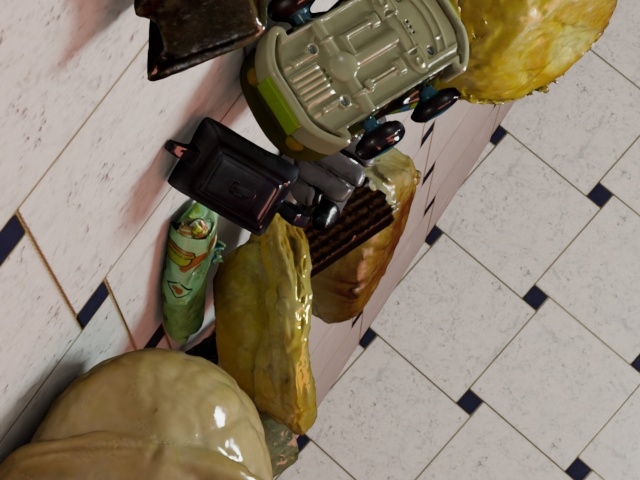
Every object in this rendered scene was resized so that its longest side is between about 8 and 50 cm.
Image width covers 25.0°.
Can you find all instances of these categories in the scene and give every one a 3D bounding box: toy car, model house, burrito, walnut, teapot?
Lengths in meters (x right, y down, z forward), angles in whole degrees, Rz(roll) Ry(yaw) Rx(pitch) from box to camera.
[{"bbox_3d":[0.021,-0.188,1.611,0.248,0.204,0.198,-34,-177,-26],"label":"toy car"},{"bbox_3d":[-0.099,-0.237,1.150,0.152,0.106,0.165,80,6,-59],"label":"model house"},{"bbox_3d":[-0.153,0.030,1.773,0.104,0.054,0.288,-54,168,-34],"label":"burrito"},{"bbox_3d":[-0.197,0.308,1.632,0.381,0.381,0.381,-55,170,-15],"label":"walnut"},{"bbox_3d":[-0.087,-0.061,1.525,0.087,0.177,0.096,-59,-165,6],"label":"teapot"}]

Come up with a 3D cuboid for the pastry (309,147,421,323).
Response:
[{"bbox_3d":[0.062,-0.021,2.328,0.330,0.136,0.329,23,90,-80],"label":"pastry"}]

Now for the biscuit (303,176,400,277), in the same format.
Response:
[{"bbox_3d":[0.000,0.000,2.096,0.252,0.070,0.106,-34,174,1],"label":"biscuit"}]

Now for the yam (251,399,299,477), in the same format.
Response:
[{"bbox_3d":[-0.167,0.312,2.043,0.268,0.161,0.161,-35,166,-8],"label":"yam"}]

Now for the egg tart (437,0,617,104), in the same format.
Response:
[{"bbox_3d":[0.258,-0.319,1.976,0.443,0.178,0.443,-29,153,-16],"label":"egg tart"}]

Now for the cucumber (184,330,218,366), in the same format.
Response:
[{"bbox_3d":[-0.125,0.158,2.105,0.241,0.074,0.074,-28,153,-37],"label":"cucumber"}]

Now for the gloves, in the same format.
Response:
[{"bbox_3d":[0.024,-0.110,2.003,0.285,0.119,0.142,-70,161,-64],"label":"gloves"}]

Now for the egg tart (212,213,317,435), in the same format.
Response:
[{"bbox_3d":[-0.077,0.105,1.895,0.319,0.128,0.318,176,-90,-86],"label":"egg tart"}]
